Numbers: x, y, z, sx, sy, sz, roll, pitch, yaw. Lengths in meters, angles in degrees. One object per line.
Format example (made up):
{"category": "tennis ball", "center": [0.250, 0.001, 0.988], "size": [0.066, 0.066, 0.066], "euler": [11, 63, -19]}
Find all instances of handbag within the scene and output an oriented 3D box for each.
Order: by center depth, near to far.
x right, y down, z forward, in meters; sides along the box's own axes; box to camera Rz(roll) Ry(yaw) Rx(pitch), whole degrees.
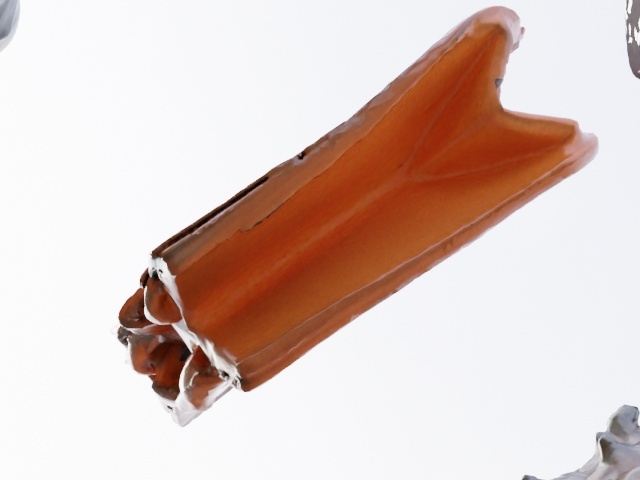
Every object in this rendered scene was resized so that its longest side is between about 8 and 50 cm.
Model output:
{"category": "handbag", "center": [0.000, 0.000, 1.148], "size": [0.116, 0.303, 0.410], "euler": [55, -14, 2]}

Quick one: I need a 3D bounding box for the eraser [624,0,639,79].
{"category": "eraser", "center": [0.298, -0.121, 0.783], "size": [0.270, 0.174, 0.095], "euler": [-1, -103, -10]}

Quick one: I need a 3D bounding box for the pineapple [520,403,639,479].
{"category": "pineapple", "center": [0.014, 0.154, 0.426], "size": [0.165, 0.364, 0.165], "euler": [46, -35, 47]}

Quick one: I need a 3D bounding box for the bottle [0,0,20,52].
{"category": "bottle", "center": [-0.355, -0.296, 1.565], "size": [0.168, 0.168, 0.347], "euler": [35, -27, 12]}
